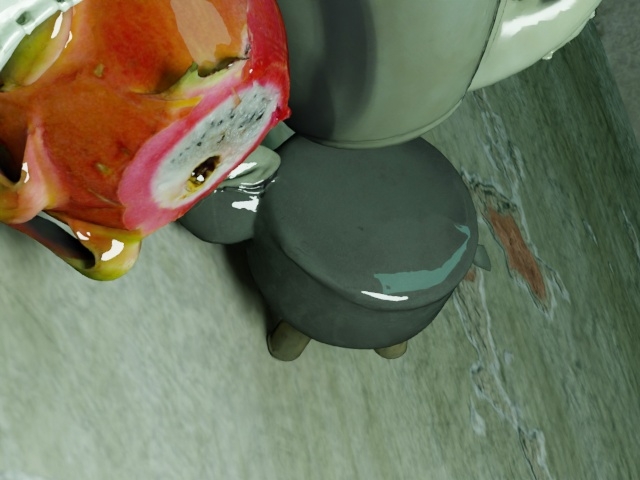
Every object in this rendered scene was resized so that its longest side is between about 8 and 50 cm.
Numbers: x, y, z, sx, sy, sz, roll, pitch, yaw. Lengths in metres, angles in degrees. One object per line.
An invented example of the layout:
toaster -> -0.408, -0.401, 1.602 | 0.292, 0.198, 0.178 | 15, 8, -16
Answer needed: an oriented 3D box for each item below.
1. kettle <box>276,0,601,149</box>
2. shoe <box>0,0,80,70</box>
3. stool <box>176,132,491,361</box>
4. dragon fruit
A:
kettle -> 0.057, -0.217, 1.043 | 0.228, 0.321, 0.324 | -116, -168, -50
shoe -> -0.140, -0.129, 0.665 | 0.124, 0.159, 0.316 | 52, 37, -46
stool -> 0.003, -0.007, 1.158 | 0.228, 0.139, 0.153 | 35, 53, 5
dragon fruit -> -0.133, -0.114, 0.901 | 0.227, 0.224, 0.224 | 39, 13, 23
